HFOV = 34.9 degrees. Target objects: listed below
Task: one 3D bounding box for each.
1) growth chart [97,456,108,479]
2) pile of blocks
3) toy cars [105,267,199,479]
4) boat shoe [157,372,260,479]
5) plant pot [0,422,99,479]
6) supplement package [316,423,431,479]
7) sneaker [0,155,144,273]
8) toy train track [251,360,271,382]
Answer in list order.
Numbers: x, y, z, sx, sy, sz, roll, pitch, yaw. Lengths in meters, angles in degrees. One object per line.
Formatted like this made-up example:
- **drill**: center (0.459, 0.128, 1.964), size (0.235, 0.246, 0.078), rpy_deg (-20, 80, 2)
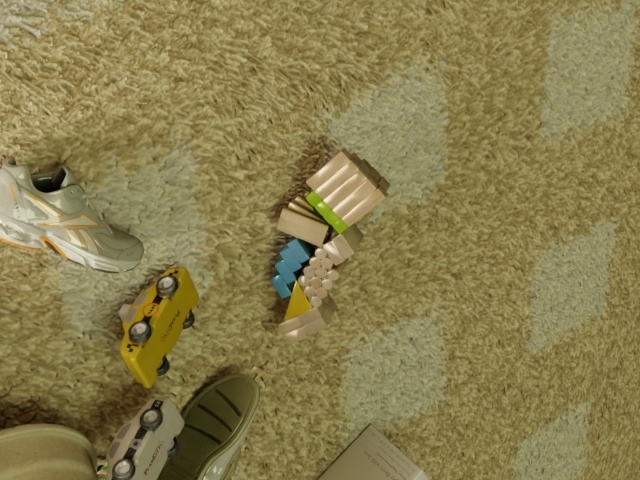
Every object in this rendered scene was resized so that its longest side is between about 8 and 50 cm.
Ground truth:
- **growth chart**: center (-0.359, 0.477, 1.767), size (0.172, 0.021, 0.237), rpy_deg (11, 107, -42)
- **pile of blocks**: center (0.000, 0.000, 1.738), size (0.113, 0.148, 0.362), rpy_deg (-57, 171, -66)
- **toy cars**: center (-0.282, 0.233, 1.599), size (0.176, 0.087, 0.394), rpy_deg (4, 93, -67)
- **boat shoe**: center (-0.197, 0.366, 1.781), size (0.302, 0.113, 0.103), rpy_deg (-55, 154, -1)
- **plant pot**: center (-0.420, 0.494, 1.481), size (0.333, 0.305, 0.334), rpy_deg (-25, 142, -22)
- **supplement package**: center (0.085, 0.558, 2.046), size (0.293, 0.177, 0.175), rpy_deg (-45, 133, -9)
- **sneaker**: center (-0.349, -0.036, 1.438), size (0.262, 0.099, 0.121), rpy_deg (20, 97, -44)
- **toy train track**: center (-0.114, 0.255, 1.835), size (0.083, 0.014, 0.048), rpy_deg (-54, 133, 0)
